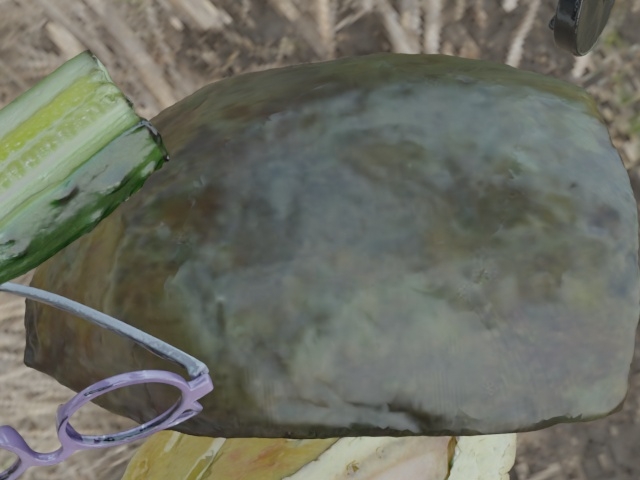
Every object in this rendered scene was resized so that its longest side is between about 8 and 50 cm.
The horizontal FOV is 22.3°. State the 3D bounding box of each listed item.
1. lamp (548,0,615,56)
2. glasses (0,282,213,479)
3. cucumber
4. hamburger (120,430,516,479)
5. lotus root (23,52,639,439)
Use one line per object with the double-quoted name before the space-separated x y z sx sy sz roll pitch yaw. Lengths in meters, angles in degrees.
"lamp" 0.107 -0.308 1.362 0.371 0.108 0.130 43 20 14
"glasses" -0.124 0.040 0.659 0.140 0.062 0.103 -22 62 0
"cucumber" -0.101 -0.010 0.529 0.107 0.067 0.035 -37 130 -6
"hamburger" -0.039 0.195 1.047 0.330 0.209 0.162 -45 115 -22
"lotus root" 0.000 -0.006 0.820 0.210 0.314 0.142 -72 160 -63
